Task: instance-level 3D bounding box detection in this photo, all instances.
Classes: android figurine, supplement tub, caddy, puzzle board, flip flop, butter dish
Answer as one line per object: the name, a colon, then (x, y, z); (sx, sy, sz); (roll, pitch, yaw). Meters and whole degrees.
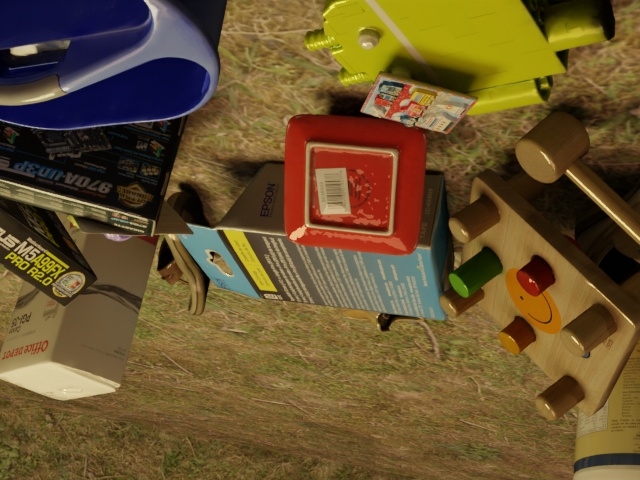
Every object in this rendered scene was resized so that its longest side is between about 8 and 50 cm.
android figurine: (0.115, -0.196, 0.863); (0.273, 0.056, 0.248); (-7, 151, 32)
supplement tub: (0.476, 0.217, 1.312); (0.228, 0.316, 0.228); (9, 157, 4)
caddy: (-0.244, -0.200, 0.855); (0.341, 0.179, 0.241); (-2, 154, 27)
puzzle board: (0.094, -0.133, 0.943); (0.097, 0.011, 0.128); (15, 172, -3)
flip flop: (-0.212, 0.020, 1.428); (0.080, 0.112, 0.277); (3, 152, 6)
butter dish: (0.045, -0.078, 1.100); (0.160, 0.118, 0.160); (6, 114, 10)

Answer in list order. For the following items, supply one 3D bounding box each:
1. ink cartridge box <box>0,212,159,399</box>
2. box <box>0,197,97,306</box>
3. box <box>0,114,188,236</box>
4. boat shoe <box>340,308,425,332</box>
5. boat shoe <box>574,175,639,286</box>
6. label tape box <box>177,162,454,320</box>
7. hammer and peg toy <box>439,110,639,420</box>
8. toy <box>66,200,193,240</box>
ink cartridge box: (-0.357, 0.080, 1.411); (0.117, 0.282, 0.207); (27, 152, -33)
box: (-0.411, -0.061, 1.189); (0.270, 0.060, 0.216); (49, 178, 34)
box: (-0.270, -0.116, 1.061); (0.220, 0.175, 0.051); (15, 154, -9)
boat shoe: (0.101, 0.117, 1.559); (0.068, 0.072, 0.190); (27, 152, -33)
boat shoe: (0.394, -0.014, 1.089); (0.113, 0.103, 0.302); (15, 156, -9)
label tape box: (0.000, 0.000, 1.294); (0.348, 0.115, 0.249); (7, 156, 15)
hammer and peg toy: (0.263, 0.044, 1.086); (0.266, 0.127, 0.361); (48, 161, 26)
toy: (-0.268, -0.045, 1.162); (0.137, 0.056, 0.237); (0, -149, -34)
